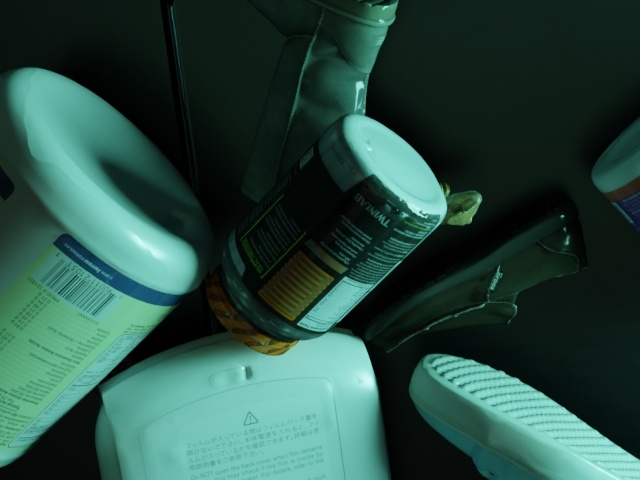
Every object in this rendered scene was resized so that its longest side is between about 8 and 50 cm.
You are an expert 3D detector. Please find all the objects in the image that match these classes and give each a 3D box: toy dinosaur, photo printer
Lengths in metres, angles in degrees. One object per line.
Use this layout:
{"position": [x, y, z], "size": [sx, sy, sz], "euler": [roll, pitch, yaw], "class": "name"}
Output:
{"position": [0.048, -0.016, 1.083], "size": [0.064, 0.112, 0.211], "euler": [19, 149, -30], "class": "toy dinosaur"}
{"position": [-0.060, 0.230, 1.110], "size": [0.256, 0.107, 0.307], "euler": [-12, 104, -14], "class": "photo printer"}

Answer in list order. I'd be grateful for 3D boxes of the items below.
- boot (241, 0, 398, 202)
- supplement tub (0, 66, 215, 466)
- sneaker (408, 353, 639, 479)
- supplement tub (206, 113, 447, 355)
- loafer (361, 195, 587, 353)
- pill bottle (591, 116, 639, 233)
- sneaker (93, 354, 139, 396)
{"position": [-0.033, -0.135, 1.069], "size": [0.190, 0.076, 0.208], "euler": [30, 126, 23], "class": "boot"}
{"position": [-0.273, 0.042, 1.047], "size": [0.325, 0.235, 0.235], "euler": [-43, 97, 14], "class": "supplement tub"}
{"position": [0.213, 0.245, 1.107], "size": [0.366, 0.135, 0.150], "euler": [33, 102, -3], "class": "sneaker"}
{"position": [0.000, 0.000, 1.008], "size": [0.117, 0.117, 0.190], "euler": [43, 114, -6], "class": "supplement tub"}
{"position": [0.138, 0.046, 1.089], "size": [0.220, 0.080, 0.078], "euler": [-30, 99, 12], "class": "loafer"}
{"position": [0.328, -0.019, 1.041], "size": [0.108, 0.108, 0.193], "euler": [-43, 97, 14], "class": "pill bottle"}
{"position": [-0.150, 0.162, 1.164], "size": [0.064, 0.067, 0.175], "euler": [-40, 114, -12], "class": "sneaker"}
